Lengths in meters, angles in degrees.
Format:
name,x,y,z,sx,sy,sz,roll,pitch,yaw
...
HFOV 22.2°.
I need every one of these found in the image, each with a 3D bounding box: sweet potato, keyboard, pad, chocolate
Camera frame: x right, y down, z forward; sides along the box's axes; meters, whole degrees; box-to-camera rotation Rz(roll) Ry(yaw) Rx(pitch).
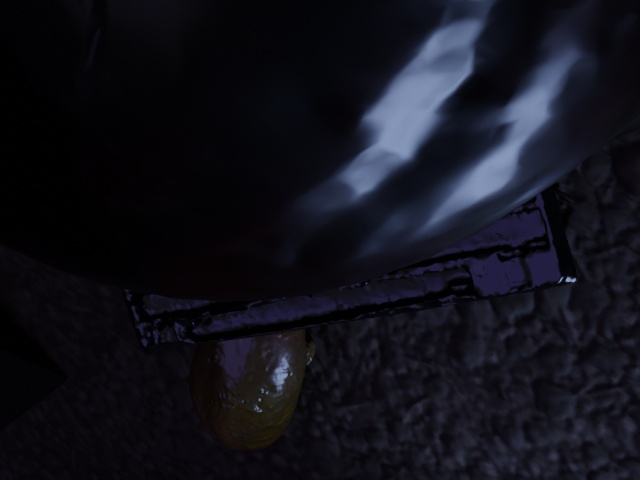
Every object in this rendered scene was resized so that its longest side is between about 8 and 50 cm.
name,x,y,z,sx,sy,sz,roll,pitch,yaw
sweet potato,-0.035,0.047,0.870,0.068,0.068,0.226,26,132,21
keyboard,0.000,0.000,0.796,0.250,0.017,0.087,-11,100,31
pad,-0.276,0.100,1.102,0.143,0.003,0.211,28,143,-23
chocolate,-0.012,-0.139,0.512,0.383,0.331,0.384,21,135,23
